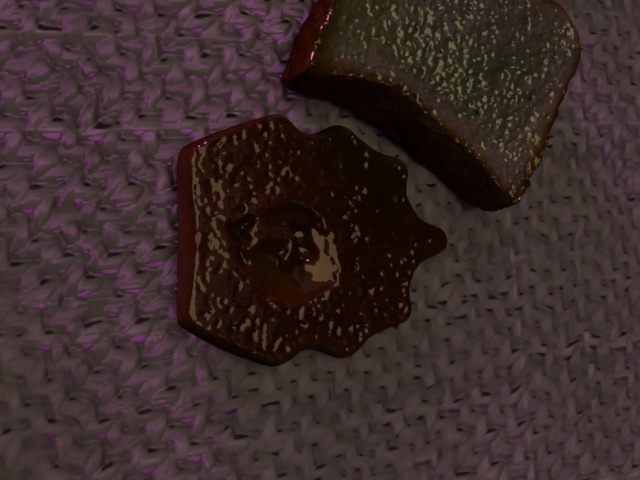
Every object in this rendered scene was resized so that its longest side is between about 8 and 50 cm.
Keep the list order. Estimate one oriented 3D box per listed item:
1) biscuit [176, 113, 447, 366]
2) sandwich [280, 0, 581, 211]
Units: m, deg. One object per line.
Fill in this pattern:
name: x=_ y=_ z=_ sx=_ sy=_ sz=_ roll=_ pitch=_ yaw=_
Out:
biscuit: x=-0.001 y=0.000 z=0.541 sx=0.215 sy=0.034 sz=0.182 roll=1 pitch=87 yaw=-25
sandwich: x=0.097 y=-0.146 z=0.575 sx=0.215 sy=0.065 sz=0.186 roll=33 pitch=75 yaw=-19
